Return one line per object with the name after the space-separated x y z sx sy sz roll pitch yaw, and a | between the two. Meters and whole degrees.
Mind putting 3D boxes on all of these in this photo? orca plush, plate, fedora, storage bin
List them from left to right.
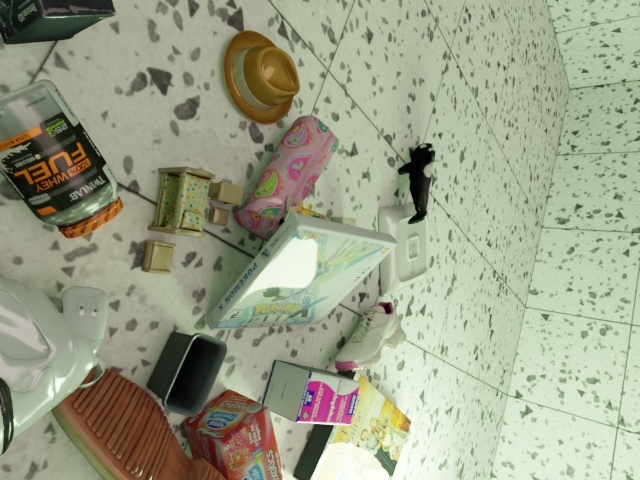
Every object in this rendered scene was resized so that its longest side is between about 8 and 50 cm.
-0.240 0.230 0.791 0.098 0.091 0.135 39 66 -44 | storage bin
-0.103 -0.331 0.894 0.194 0.079 0.194 -9 101 -49 | fedora
0.280 0.021 1.408 0.277 0.045 0.278 -13 104 -48 | plate
0.286 -0.188 1.370 0.151 0.102 0.287 75 25 -74 | orca plush

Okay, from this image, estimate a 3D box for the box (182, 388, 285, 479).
-0.162 0.450 0.879 0.122 0.128 0.257 -27 114 -44 | box

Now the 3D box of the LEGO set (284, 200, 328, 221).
0.000 0.000 0.931 0.287 0.107 0.132 95 21 -59 | LEGO set

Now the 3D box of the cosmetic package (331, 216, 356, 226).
0.056 -0.002 1.146 0.060 0.041 0.115 1 93 -50 | cosmetic package

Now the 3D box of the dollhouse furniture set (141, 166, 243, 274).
-0.207 -0.023 0.791 0.161 0.101 0.182 11 86 -49 | dollhouse furniture set

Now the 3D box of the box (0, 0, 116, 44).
-0.352 -0.342 0.543 0.093 0.156 0.158 -32 118 -42 | box

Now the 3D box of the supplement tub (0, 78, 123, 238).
-0.359 -0.104 0.594 0.117 0.117 0.190 -48 127 -35 | supplement tub

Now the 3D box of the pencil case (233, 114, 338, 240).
-0.065 -0.127 0.932 0.124 0.124 0.284 50 57 -40 | pencil case

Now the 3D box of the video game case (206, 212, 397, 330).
-0.027 0.081 0.921 0.329 0.036 0.300 10 129 -49 | video game case

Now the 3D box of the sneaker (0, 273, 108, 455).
-0.411 0.068 0.549 0.210 0.137 0.366 -31 105 -59 | sneaker

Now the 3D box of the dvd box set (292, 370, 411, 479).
0.115 0.586 1.269 0.420 0.062 0.308 51 57 -40 | dvd box set

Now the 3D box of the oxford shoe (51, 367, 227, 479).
-0.303 0.366 0.701 0.397 0.146 0.140 56 15 -14 | oxford shoe

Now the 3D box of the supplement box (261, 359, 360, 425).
-0.016 0.365 1.054 0.220 0.114 0.111 30 71 -49 | supplement box

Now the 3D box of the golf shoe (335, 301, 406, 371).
0.130 0.261 1.228 0.306 0.115 0.140 -16 96 -54 | golf shoe
